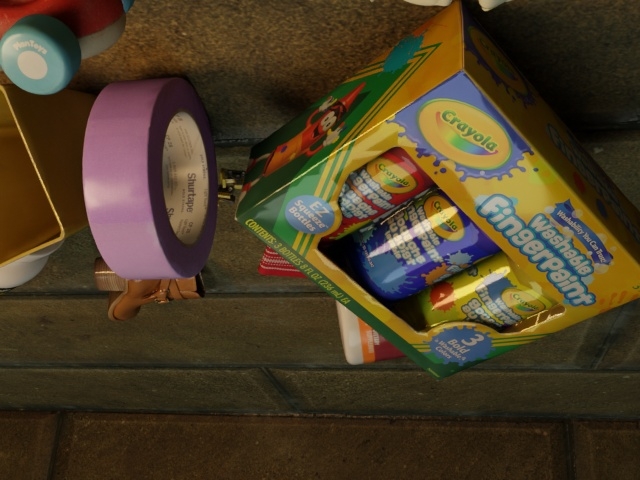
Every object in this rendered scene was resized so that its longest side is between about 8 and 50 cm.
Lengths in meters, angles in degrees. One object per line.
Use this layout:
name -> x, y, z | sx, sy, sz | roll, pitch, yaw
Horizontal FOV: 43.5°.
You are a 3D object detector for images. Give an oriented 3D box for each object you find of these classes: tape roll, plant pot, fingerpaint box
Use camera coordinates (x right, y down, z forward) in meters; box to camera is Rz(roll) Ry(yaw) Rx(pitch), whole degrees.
tape roll -> -0.225, -0.084, 1.109 | 0.090, 0.275, 0.275 | -2, 156, 10
plant pot -> -0.389, -0.104, 1.151 | 0.212, 0.212, 0.187 | -18, -174, 39
fingerpaint box -> 0.174, -0.031, 1.092 | 0.371, 0.163, 0.445 | -30, 124, 32

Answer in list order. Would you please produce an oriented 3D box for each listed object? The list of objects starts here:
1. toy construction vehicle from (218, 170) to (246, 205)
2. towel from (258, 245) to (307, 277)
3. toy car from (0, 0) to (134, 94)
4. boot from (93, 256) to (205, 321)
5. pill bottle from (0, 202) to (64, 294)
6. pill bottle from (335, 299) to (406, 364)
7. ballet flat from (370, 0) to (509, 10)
toy construction vehicle -> -0.179, -0.089, 1.384 | 0.098, 0.035, 0.086 | 6, 156, -6
towel -> 0.000, 0.000, 1.514 | 0.198, 0.031, 0.275 | 4, 148, -14
toy car -> -0.322, -0.298, 0.806 | 0.210, 0.219, 0.238 | -1, 127, 11
boot -> -0.366, 0.105, 1.787 | 0.220, 0.109, 0.283 | 0, 149, -2
pill bottle -> -0.570, 0.006, 1.330 | 0.333, 0.188, 0.187 | -22, 146, 37
pill bottle -> 0.223, 0.089, 1.457 | 0.391, 0.224, 0.224 | -9, 156, -1
ballet flat -> 0.152, -0.283, 0.860 | 0.240, 0.077, 0.091 | 1, 155, 3
